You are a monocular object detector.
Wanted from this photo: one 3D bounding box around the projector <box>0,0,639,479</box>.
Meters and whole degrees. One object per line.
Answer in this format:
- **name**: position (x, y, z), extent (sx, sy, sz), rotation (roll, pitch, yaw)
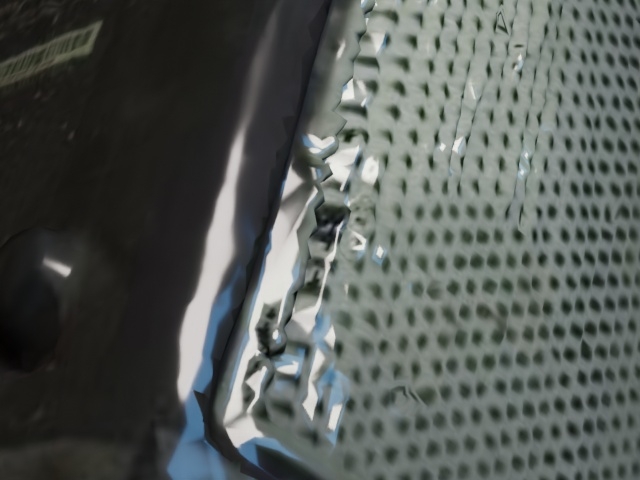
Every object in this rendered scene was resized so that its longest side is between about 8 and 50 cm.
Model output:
- **projector**: position (-0.071, -0.006, 0.685), extent (0.242, 0.395, 0.405), rotation (40, 51, -34)
